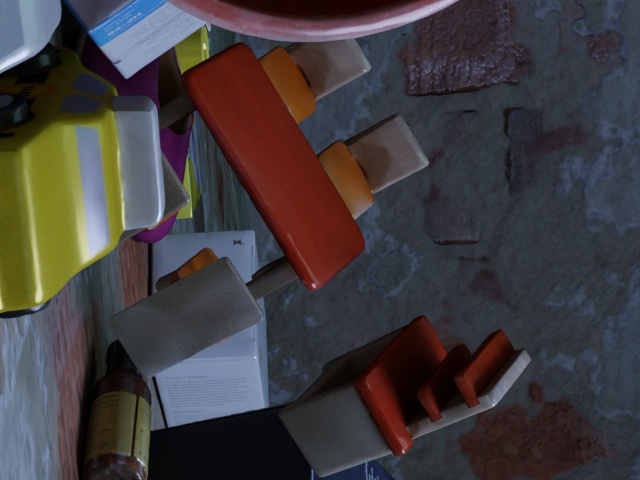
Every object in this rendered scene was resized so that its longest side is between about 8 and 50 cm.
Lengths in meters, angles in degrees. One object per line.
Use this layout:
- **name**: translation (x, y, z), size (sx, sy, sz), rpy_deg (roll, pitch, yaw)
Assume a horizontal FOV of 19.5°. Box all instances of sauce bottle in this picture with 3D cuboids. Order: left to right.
- **sauce bottle**: translation (-0.127, 0.113, 1.190), size (0.128, 0.042, 0.042), rpy_deg (-89, 176, -55)

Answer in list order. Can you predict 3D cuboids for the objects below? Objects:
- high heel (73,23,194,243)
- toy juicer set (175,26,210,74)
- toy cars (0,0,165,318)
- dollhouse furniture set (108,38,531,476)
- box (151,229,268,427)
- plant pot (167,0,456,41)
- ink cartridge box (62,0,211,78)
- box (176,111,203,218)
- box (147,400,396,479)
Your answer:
- **high heel**: translation (-0.074, -0.154, 1.208), size (0.127, 0.181, 0.377), rpy_deg (-92, 178, -49)
- **toy juicer set**: translation (-0.122, -0.303, 1.591), size (0.209, 0.089, 0.329), rpy_deg (-91, 177, -62)
- **toy cars**: translation (-0.124, -0.072, 0.799), size (0.393, 0.087, 0.176), rpy_deg (83, 3, -70)
- **dollhouse furniture set**: translation (0.000, 0.000, 1.129), size (0.259, 0.135, 0.262), rpy_deg (59, 33, -6)
- **box**: translation (-0.095, 0.089, 1.638), size (0.170, 0.091, 0.130), rpy_deg (85, 2, -58)
- **plant pot**: translation (-0.037, -0.263, 0.827), size (0.265, 0.272, 0.272), rpy_deg (-133, -148, -51)
- **ink cartridge box**: translation (-0.117, -0.150, 0.998), size (0.104, 0.060, 0.180), rpy_deg (53, -1, 4)
- **box**: translation (-0.131, -0.080, 1.639), size (0.179, 0.043, 0.105), rpy_deg (-81, 167, -78)
- **box**: translation (-0.044, 0.188, 1.243), size (0.158, 0.156, 0.093), rpy_deg (49, 33, -52)
